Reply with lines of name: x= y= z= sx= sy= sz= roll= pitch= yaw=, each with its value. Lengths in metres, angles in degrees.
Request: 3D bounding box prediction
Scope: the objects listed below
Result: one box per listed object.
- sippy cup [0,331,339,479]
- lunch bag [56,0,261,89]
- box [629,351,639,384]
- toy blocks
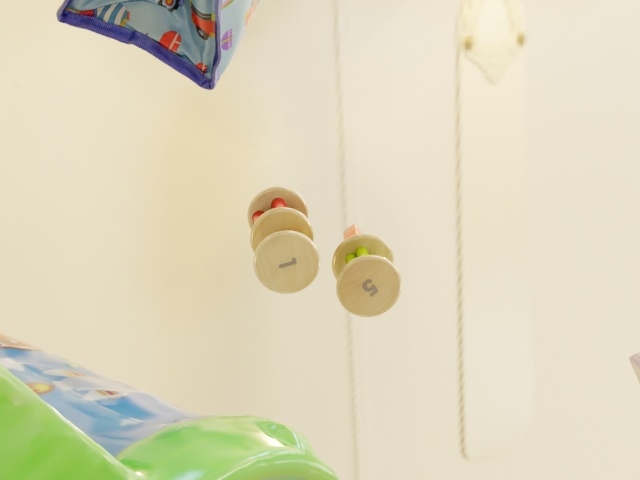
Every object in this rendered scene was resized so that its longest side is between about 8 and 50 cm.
sippy cup: x=-0.143 y=0.139 z=0.511 sx=0.240 sy=0.224 sz=0.306 roll=-8 pitch=-61 yaw=-55
lunch bag: x=-0.065 y=-0.285 z=0.859 sx=0.138 sy=0.293 sz=0.221 roll=24 pitch=-119 yaw=-6
box: x=0.463 y=0.213 z=1.448 sx=0.063 sy=0.324 sz=0.067 roll=-27 pitch=-68 yaw=-2
toy blocks: x=0.000 y=0.000 z=1.033 sx=0.123 sy=0.148 sz=0.054 roll=17 pitch=-70 yaw=-12
